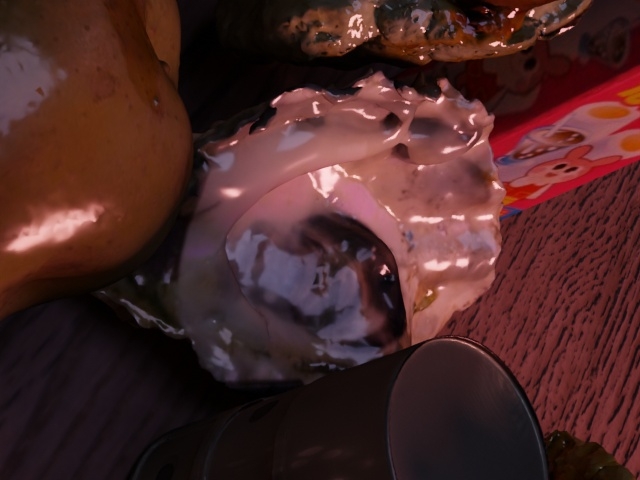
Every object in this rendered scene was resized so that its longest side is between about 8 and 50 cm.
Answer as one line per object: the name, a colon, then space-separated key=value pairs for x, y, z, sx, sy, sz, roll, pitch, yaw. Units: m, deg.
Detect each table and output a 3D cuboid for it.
table: x=0.002 y=0.141 z=0.662 sx=0.126 sy=0.220 sz=0.126 roll=21 pitch=58 yaw=-38

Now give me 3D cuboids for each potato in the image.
potato: x=-0.203 y=-0.047 z=0.555 sx=0.351 sy=0.202 sz=0.218 roll=-30 pitch=83 yaw=-40

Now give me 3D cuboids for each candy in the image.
candy: x=0.189 y=-0.114 z=0.903 sx=0.157 sy=0.306 sz=0.100 roll=10 pitch=65 yaw=-42

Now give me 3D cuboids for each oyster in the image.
oyster: x=-0.001 y=-0.001 z=0.788 sx=0.351 sy=0.115 sz=0.238 roll=-4 pitch=109 yaw=-33

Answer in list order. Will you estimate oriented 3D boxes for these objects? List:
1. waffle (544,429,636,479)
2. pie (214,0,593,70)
waffle: x=0.082 y=0.219 z=0.672 sx=0.051 sy=0.291 sz=0.291 roll=40 pitch=46 yaw=-1
pie: x=0.060 y=-0.183 z=0.815 sx=0.257 sy=0.274 sz=0.105 roll=-86 pitch=159 yaw=-66
